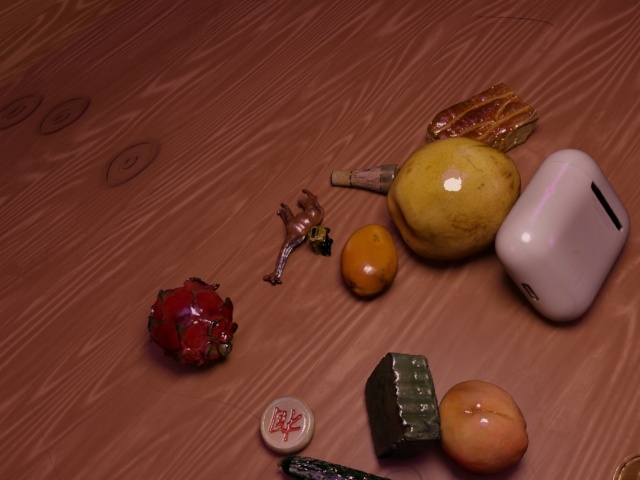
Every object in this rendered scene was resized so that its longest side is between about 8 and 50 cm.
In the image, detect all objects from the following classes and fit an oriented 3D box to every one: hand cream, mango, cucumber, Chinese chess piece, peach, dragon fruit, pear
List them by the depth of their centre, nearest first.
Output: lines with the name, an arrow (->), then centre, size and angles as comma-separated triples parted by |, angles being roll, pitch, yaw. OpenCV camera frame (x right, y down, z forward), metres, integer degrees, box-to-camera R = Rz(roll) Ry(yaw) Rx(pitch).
peach -> 0.312, 0.363, 1.054 | 0.184, 0.184, 0.184 | -5, 55, 7
cucumber -> 0.052, 0.487, 1.084 | 0.294, 0.067, 0.067 | 9, 58, 18
Chinese chess piece -> -0.072, 0.400, 1.173 | 0.122, 0.051, 0.122 | -5, 55, 7
dragon fruit -> -0.314, 0.188, 1.292 | 0.274, 0.193, 0.192 | 32, 93, 28
pear -> 0.322, -0.104, 1.300 | 0.314, 0.314, 0.314 | -5, 55, 7
mango -> 0.124, 0.041, 1.354 | 0.145, 0.112, 0.219 | 2, 45, 12
hand cream -> 0.124, -0.173, 1.523 | 0.203, 0.084, 0.084 | 3, 56, 21

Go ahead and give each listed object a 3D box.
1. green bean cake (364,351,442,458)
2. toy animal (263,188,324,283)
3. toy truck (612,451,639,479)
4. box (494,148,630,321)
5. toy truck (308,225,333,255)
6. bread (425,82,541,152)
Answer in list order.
green bean cake -> 0.167, 0.336, 1.096 | 0.094, 0.173, 0.181 | 5, 52, -15
toy animal -> -0.080, -0.012, 1.452 | 0.224, 0.066, 0.229 | -30, 50, 8
toy truck -> 0.667, 0.450, 0.907 | 0.288, 0.211, 0.204 | 13, 60, 22
box -> 0.553, -0.014, 1.220 | 0.349, 0.288, 0.141 | -50, 19, -22
toy truck -> 0.000, 0.000, 1.414 | 0.054, 0.083, 0.049 | 2, 57, 13
bread -> 0.454, -0.320, 1.536 | 0.275, 0.114, 0.184 | -29, 55, -7
